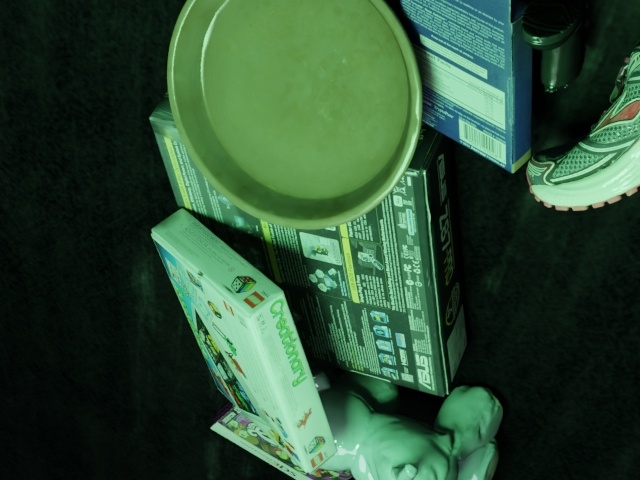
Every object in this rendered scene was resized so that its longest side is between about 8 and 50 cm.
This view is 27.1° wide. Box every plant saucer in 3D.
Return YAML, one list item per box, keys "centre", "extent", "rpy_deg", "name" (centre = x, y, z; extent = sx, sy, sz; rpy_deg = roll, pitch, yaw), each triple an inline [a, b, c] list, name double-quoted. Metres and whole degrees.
- centre: [-0.024, -0.147, 1.297]
  extent: [0.277, 0.041, 0.278]
  rpy_deg: [9, 112, 25]
  name: "plant saucer"

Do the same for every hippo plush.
- centre: [0.072, 0.288, 1.705]
  extent: [0.236, 0.294, 0.234]
  rpy_deg: [19, 116, 27]
  name: "hippo plush"

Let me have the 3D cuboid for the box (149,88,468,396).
- centre: [0.000, 0.000, 1.519]
  extent: [0.318, 0.097, 0.395]
  rpy_deg: [11, 142, 20]
  name: "box"

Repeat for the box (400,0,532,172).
- centre: [0.133, -0.176, 1.217]
  extent: [0.136, 0.036, 0.225]
  rpy_deg: [34, 153, 31]
  name: "box"

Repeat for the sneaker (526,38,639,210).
- centre: [0.293, -0.120, 1.171]
  extent: [0.112, 0.121, 0.299]
  rpy_deg: [55, 137, -2]
  name: "sneaker"

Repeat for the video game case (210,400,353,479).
- centre: [-0.029, 0.278, 1.944]
  extent: [0.210, 0.042, 0.232]
  rpy_deg: [32, 145, -10]
  name: "video game case"

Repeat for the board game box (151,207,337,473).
- centre: [-0.085, 0.122, 1.545]
  extent: [0.193, 0.053, 0.305]
  rpy_deg: [38, 156, 38]
  name: "board game box"

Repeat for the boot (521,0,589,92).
- centre: [0.204, -0.172, 1.147]
  extent: [0.045, 0.121, 0.099]
  rpy_deg: [16, 138, 18]
  name: "boot"
